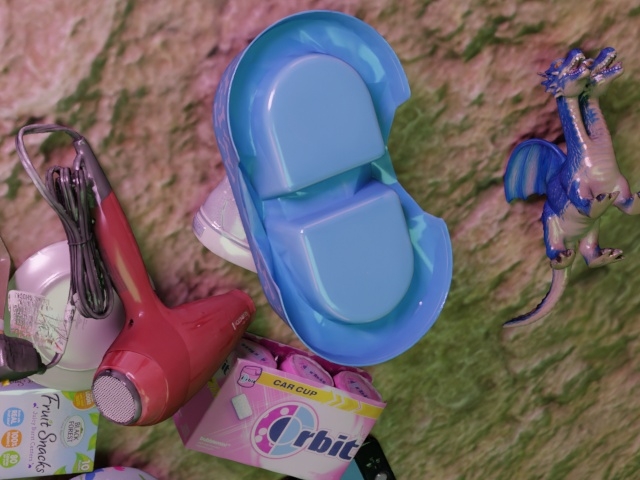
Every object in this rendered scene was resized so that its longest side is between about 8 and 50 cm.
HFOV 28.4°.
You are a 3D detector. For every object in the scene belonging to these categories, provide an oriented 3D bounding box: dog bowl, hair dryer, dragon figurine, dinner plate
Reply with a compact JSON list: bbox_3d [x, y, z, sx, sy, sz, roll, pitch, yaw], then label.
[{"bbox_3d":[0.005,-0.043,1.061,0.166,0.074,0.297,-23,105,-23],"label":"dog bowl"},{"bbox_3d":[-0.149,0.043,1.062,0.293,0.080,0.223,30,66,-51],"label":"hair dryer"},{"bbox_3d":[0.232,-0.049,1.202,0.085,0.144,0.289,-7,141,-21],"label":"dragon figurine"},{"bbox_3d":[-0.210,0.068,1.109,0.141,0.017,0.141,-5,105,-19],"label":"dinner plate"}]

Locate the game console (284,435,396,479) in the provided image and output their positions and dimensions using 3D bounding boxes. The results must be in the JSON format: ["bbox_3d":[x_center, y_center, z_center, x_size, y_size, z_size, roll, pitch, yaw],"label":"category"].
[{"bbox_3d":[0.026,0.297,1.324,0.144,0.085,0.124,-28,126,-6],"label":"game console"}]

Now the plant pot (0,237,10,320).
[{"bbox_3d":[-0.315,0.016,1.006,0.096,0.109,0.109,-15,125,2],"label":"plant pot"}]

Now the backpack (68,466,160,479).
[{"bbox_3d":[-0.195,0.351,1.211,0.225,0.191,0.253,-32,121,-1],"label":"backpack"}]

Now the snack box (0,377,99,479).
[{"bbox_3d":[-0.275,0.167,1.149,0.141,0.037,0.100,-1,120,-23],"label":"snack box"}]

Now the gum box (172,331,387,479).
[{"bbox_3d":[-0.036,0.164,1.233,0.188,0.062,0.107,21,109,-31],"label":"gum box"}]

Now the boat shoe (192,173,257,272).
[{"bbox_3d":[-0.001,-0.001,1.138,0.227,0.079,0.081,20,114,-28],"label":"boat shoe"}]
